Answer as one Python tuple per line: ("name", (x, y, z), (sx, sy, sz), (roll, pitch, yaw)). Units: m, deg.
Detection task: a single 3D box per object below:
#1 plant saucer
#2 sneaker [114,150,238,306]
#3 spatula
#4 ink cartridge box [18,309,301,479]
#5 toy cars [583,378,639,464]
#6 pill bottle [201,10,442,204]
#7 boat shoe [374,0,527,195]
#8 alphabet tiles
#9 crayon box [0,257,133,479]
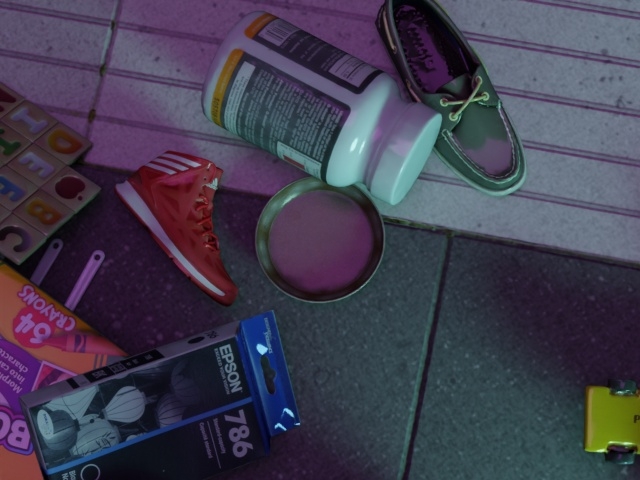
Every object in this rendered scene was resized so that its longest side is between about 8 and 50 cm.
("plant saucer", (0.000, 0.000, 1.879), (0.168, 0.029, 0.168), (-1, 77, 4))
("sneaker", (-0.154, -0.029, 1.869), (0.128, 0.087, 0.221), (-42, 79, -4))
("spatula", (-0.399, 0.091, 1.896), (0.168, 0.019, 0.242), (26, 81, 10))
("ink cartridge box", (-0.179, 0.212, 1.749), (0.332, 0.065, 0.165), (-20, 105, -19))
("toy cars", (0.484, 0.158, 1.783), (0.393, 0.087, 0.176), (-37, 90, -8))
("pill bottle", (0.002, -0.165, 1.842), (0.278, 0.162, 0.162), (29, 82, 12))
("boat shoe", (0.167, -0.195, 1.875), (0.109, 0.091, 0.305), (-30, 77, -2))
("alphabet tiles", (-0.467, -0.110, 1.865), (0.342, 0.011, 0.285), (33, 47, 10))
("crayon box", (-0.421, 0.202, 1.814), (0.363, 0.106, 0.313), (36, 82, 5))
